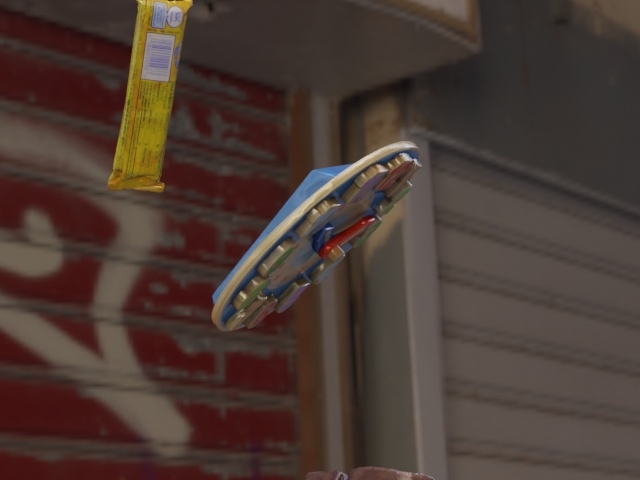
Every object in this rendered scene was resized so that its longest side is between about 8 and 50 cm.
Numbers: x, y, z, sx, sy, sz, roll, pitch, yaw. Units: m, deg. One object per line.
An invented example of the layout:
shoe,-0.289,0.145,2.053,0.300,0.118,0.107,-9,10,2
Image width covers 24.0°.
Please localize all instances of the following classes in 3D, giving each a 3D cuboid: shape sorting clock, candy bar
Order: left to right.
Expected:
candy bar,-0.117,-0.098,1.032,0.040,0.018,0.161,5,-56,-12
shape sorting clock,0.000,0.000,1.149,0.206,0.040,0.206,-42,-14,-13

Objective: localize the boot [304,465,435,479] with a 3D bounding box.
boot,-0.012,0.264,1.014,0.090,0.206,0.248,22,-26,-33
